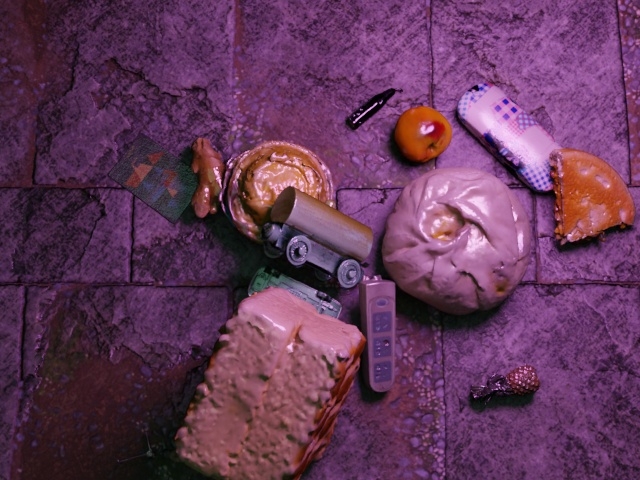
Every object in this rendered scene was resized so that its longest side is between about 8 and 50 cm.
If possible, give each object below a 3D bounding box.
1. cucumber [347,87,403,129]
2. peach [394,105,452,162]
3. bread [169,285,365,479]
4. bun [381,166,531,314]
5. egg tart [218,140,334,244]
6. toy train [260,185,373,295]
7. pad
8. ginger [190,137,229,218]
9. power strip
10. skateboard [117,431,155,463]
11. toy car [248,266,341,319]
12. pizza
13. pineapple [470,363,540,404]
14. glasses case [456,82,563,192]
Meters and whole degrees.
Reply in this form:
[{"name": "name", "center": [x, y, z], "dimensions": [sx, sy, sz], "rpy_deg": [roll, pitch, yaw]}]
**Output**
[{"name": "cucumber", "center": [0.139, -0.343, 2.060], "dimensions": [0.163, 0.039, 0.043], "rpy_deg": [-41, 103, -6]}, {"name": "peach", "center": [0.249, -0.265, 2.004], "dimensions": [0.138, 0.138, 0.138], "rpy_deg": [0, 79, -1]}, {"name": "bread", "center": [-0.096, 0.317, 1.721], "dimensions": [0.279, 0.390, 0.371], "rpy_deg": [24, 95, 10]}, {"name": "bun", "center": [0.328, -0.008, 1.908], "dimensions": [0.365, 0.219, 0.365], "rpy_deg": [0, 82, -2]}, {"name": "egg tart", "center": [-0.099, -0.119, 1.952], "dimensions": [0.290, 0.107, 0.291], "rpy_deg": [3, 81, -16]}, {"name": "toy train", "center": [0.005, 0.000, 1.889], "dimensions": [0.307, 0.126, 0.189], "rpy_deg": [27, 90, -35]}, {"name": "pad", "center": [-0.405, -0.157, 2.031], "dimensions": [0.211, 0.003, 0.143], "rpy_deg": [35, 80, 6]}, {"name": "ginger", "center": [-0.261, -0.155, 1.996], "dimensions": [0.115, 0.081, 0.205], "rpy_deg": [-7, 78, 7]}, {"name": "power strip", "center": [0.134, 0.223, 1.910], "dimensions": [0.080, 0.048, 0.286], "rpy_deg": [-2, 95, -20]}, {"name": "skateboard", "center": [-0.431, 0.485, 1.894], "dimensions": [0.083, 0.032, 0.064], "rpy_deg": [-17, 70, -6]}, {"name": "toy car", "center": [-0.062, 0.142, 1.941], "dimensions": [0.224, 0.076, 0.090], "rpy_deg": [26, 84, 6]}, {"name": "pizza", "center": [0.631, -0.089, 1.978], "dimensions": [0.289, 0.081, 0.229], "rpy_deg": [30, 87, -22]}, {"name": "pineapple", "center": [0.431, 0.342, 1.916], "dimensions": [0.159, 0.074, 0.074], "rpy_deg": [-14, 79, -1]}, {"name": "glasses case", "center": [0.480, -0.257, 2.029], "dimensions": [0.125, 0.076, 0.327], "rpy_deg": [-44, 83, -7]}]
